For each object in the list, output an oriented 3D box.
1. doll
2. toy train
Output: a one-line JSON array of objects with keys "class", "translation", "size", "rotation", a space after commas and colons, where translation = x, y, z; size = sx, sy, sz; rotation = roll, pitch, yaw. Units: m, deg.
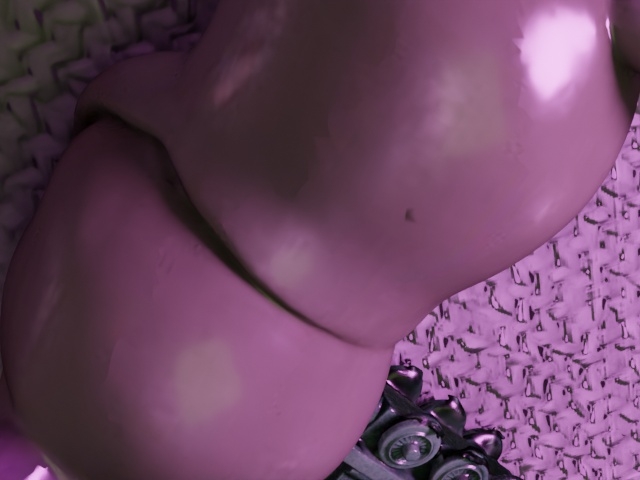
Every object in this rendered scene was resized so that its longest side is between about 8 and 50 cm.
[{"class": "doll", "translation": [-0.003, -0.030, 0.566], "size": [0.370, 0.226, 0.215], "rotation": [-41, 154, 15]}, {"class": "toy train", "translation": [0.060, 0.155, 0.764], "size": [0.111, 0.071, 0.170], "rotation": [-44, 122, 14]}]
